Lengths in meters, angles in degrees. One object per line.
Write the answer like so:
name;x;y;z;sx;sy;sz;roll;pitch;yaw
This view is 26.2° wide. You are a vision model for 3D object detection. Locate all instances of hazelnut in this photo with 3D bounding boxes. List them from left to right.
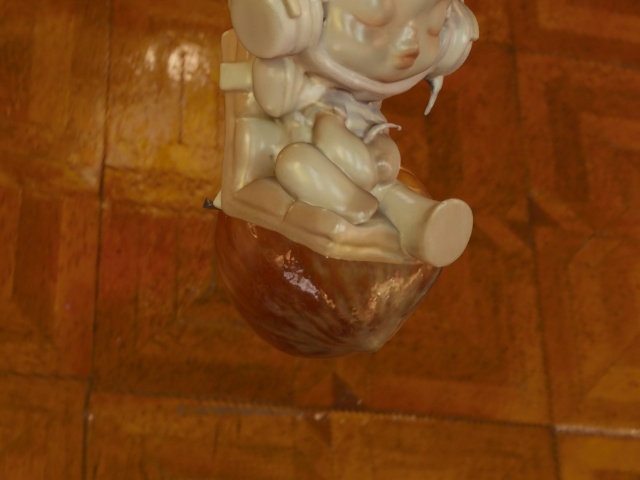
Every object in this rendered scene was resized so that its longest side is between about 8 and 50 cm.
hazelnut;0.000;0.000;1.044;0.182;0.182;0.182;8;61;-15

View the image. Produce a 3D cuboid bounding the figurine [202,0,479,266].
figurine;0.021;-0.108;0.713;0.162;0.141;0.237;11;88;-49
